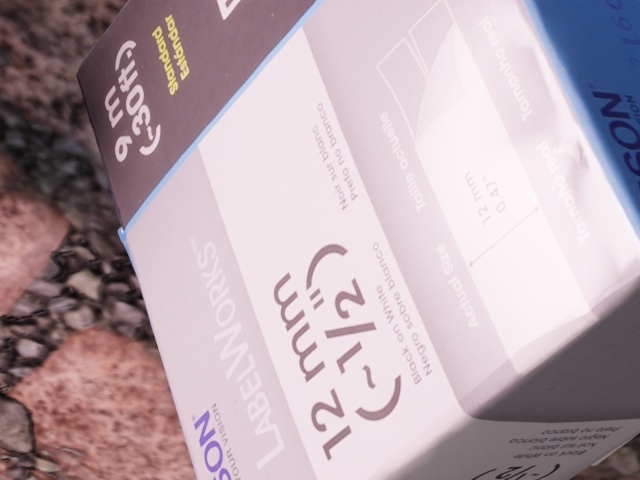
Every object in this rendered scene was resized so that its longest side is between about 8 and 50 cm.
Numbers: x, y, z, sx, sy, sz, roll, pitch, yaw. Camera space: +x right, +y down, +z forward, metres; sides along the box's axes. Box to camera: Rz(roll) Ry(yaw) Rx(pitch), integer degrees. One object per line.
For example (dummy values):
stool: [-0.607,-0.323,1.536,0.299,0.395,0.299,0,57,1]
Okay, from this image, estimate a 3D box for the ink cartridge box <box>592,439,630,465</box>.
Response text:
ink cartridge box: [0.145,-0.023,0.648,0.086,0.148,0.203,27,133,-17]

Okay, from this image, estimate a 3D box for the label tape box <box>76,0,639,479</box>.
label tape box: [0.000,0.000,0.619,0.115,0.249,0.348,6,144,-41]
